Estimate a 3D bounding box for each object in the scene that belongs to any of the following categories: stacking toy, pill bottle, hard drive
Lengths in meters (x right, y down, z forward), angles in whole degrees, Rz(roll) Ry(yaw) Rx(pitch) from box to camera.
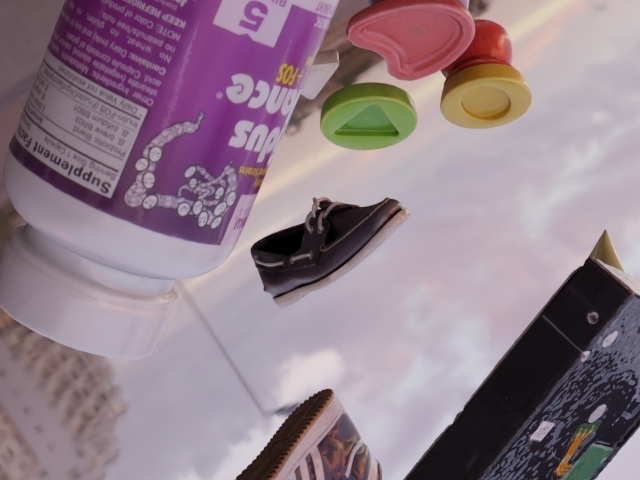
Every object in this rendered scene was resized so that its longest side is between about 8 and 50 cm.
[{"bbox_3d":[0.102,-0.251,1.740,0.280,0.130,0.309,-15,150,22],"label":"stacking toy"},{"bbox_3d":[-0.111,-0.080,0.901,0.169,0.169,0.301,-59,173,-78],"label":"pill bottle"},{"bbox_3d":[0.202,0.179,1.231,0.339,0.064,0.237,-54,146,12],"label":"hard drive"}]

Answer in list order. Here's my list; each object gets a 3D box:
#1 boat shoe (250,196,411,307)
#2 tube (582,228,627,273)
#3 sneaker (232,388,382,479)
[{"bbox_3d":[0.000,0.000,1.119,0.075,0.065,0.206,-39,-177,-33],"label":"boat shoe"},{"bbox_3d":[0.362,0.078,1.650,0.070,0.062,0.240,-24,-152,6],"label":"tube"},{"bbox_3d":[-0.025,0.331,1.692,0.099,0.153,0.282,-21,-160,49],"label":"sneaker"}]
